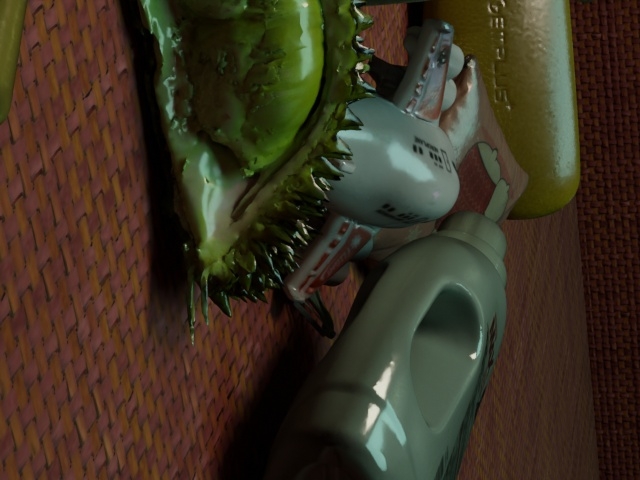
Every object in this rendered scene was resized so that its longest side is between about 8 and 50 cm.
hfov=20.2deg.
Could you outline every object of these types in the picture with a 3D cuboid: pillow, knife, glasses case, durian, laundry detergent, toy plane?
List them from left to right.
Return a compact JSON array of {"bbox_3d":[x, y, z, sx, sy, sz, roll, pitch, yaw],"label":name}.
[{"bbox_3d":[-0.064,-0.128,1.177,0.169,0.158,0.352,-16,107,-31],"label":"durian"},{"bbox_3d":[-0.002,0.001,1.534,0.078,0.022,0.166,55,33,-43],"label":"knife"},{"bbox_3d":[0.034,-0.065,1.424,0.252,0.118,0.252,-36,144,-32],"label":"toy plane"},{"bbox_3d":[0.071,0.106,1.432,0.398,0.124,0.264,-61,157,-45],"label":"laundry detergent"},{"bbox_3d":[0.117,-0.042,1.776,0.223,0.084,0.236,-53,151,-13],"label":"pillow"},{"bbox_3d":[0.203,-0.207,2.059,0.141,0.173,0.371,-30,115,-88],"label":"glasses case"}]

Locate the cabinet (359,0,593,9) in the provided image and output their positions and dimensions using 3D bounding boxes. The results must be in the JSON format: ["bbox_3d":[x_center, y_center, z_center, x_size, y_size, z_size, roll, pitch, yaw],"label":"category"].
[{"bbox_3d":[0.086,-0.338,1.342,0.227,0.318,0.290,49,40,-66],"label":"cabinet"}]

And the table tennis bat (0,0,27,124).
[{"bbox_3d":[-0.160,-0.182,0.896,0.198,0.050,0.321,72,16,-53],"label":"table tennis bat"}]
